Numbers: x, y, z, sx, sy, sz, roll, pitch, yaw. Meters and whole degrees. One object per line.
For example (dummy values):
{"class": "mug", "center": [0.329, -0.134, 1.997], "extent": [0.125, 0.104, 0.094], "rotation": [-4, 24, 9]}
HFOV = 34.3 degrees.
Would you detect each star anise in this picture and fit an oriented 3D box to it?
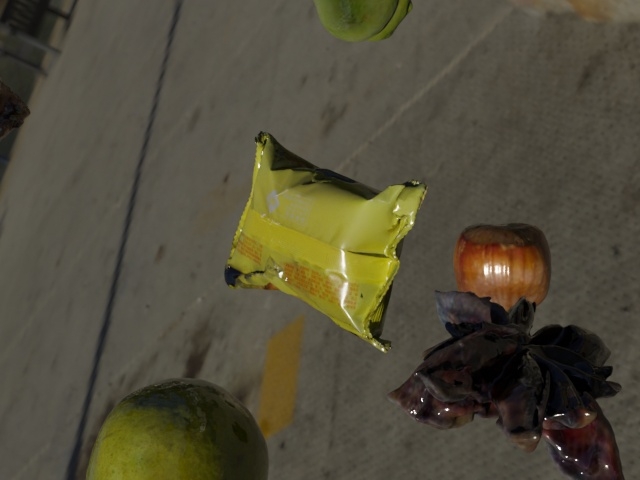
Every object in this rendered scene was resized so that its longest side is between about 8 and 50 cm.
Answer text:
{"class": "star anise", "center": [0.176, 0.123, 0.952], "extent": [0.283, 0.212, 0.129], "rotation": [-76, -3, -63]}

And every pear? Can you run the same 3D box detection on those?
{"class": "pear", "center": [-0.198, 0.337, 1.434], "extent": [0.253, 0.253, 0.307], "rotation": [-46, 33, 39]}

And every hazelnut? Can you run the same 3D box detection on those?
{"class": "hazelnut", "center": [0.281, 0.043, 1.602], "extent": [0.150, 0.150, 0.150], "rotation": [-48, 29, 37]}

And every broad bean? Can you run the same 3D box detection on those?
{"class": "broad bean", "center": [0.035, -0.299, 1.154], "extent": [0.124, 0.174, 0.082], "rotation": [-11, 41, 15]}

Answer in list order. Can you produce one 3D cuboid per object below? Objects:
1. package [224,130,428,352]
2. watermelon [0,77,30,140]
{"class": "package", "center": [0.000, 0.000, 0.972], "extent": [0.226, 0.090, 0.168], "rotation": [24, 106, 41]}
{"class": "watermelon", "center": [-0.295, -0.073, 0.826], "extent": [0.155, 0.080, 0.101], "rotation": [-32, 48, 12]}
